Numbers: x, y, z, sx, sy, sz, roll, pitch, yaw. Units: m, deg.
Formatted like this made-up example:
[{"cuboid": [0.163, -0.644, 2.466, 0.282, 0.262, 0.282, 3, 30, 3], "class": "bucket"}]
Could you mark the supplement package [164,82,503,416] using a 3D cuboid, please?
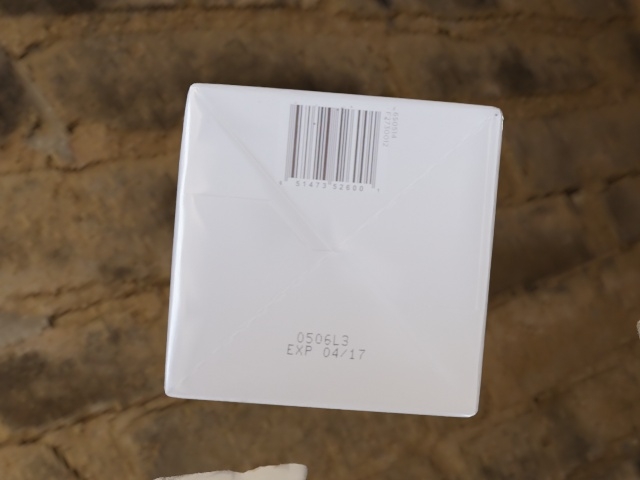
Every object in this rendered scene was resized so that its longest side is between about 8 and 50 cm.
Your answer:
[{"cuboid": [0.000, 0.000, 0.946, 0.293, 0.177, 0.175, -149, 63, -86], "class": "supplement package"}]

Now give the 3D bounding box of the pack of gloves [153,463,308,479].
[{"cuboid": [-0.106, 0.168, 0.644, 0.232, 0.195, 0.046, -75, -23, -77], "class": "pack of gloves"}]

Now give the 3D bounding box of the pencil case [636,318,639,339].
[{"cuboid": [0.398, -0.006, 1.035, 0.183, 0.410, 0.160, 38, 165, 26], "class": "pencil case"}]
